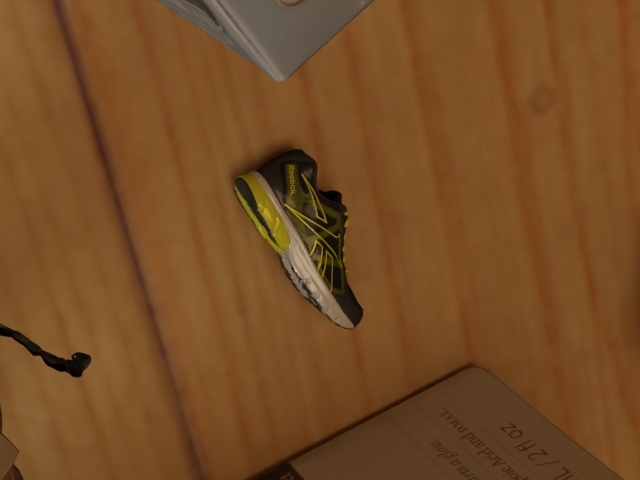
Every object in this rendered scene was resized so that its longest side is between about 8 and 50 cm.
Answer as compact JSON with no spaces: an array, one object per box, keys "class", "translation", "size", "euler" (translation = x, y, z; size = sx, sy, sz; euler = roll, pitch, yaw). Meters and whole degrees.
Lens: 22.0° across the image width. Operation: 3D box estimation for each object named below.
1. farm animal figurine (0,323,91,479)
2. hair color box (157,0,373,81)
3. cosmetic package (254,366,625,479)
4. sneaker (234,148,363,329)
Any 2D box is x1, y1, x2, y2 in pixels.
[{"class":"farm animal figurine","translation":[-0.226,0.119,0.518],"size":[0.327,0.172,0.330],"euler":[-37,136,-30]},{"class":"hair color box","translation":[0.060,-0.231,0.505],"size":[0.374,0.185,0.113],"euler":[-42,121,-5]},{"class":"cosmetic package","translation":[0.041,0.177,0.673],"size":[0.184,0.151,0.151],"euler":[-26,118,-16]},{"class":"sneaker","translation":[0.000,0.000,0.655],"size":[0.035,0.031,0.083],"euler":[-37,120,-9]}]
